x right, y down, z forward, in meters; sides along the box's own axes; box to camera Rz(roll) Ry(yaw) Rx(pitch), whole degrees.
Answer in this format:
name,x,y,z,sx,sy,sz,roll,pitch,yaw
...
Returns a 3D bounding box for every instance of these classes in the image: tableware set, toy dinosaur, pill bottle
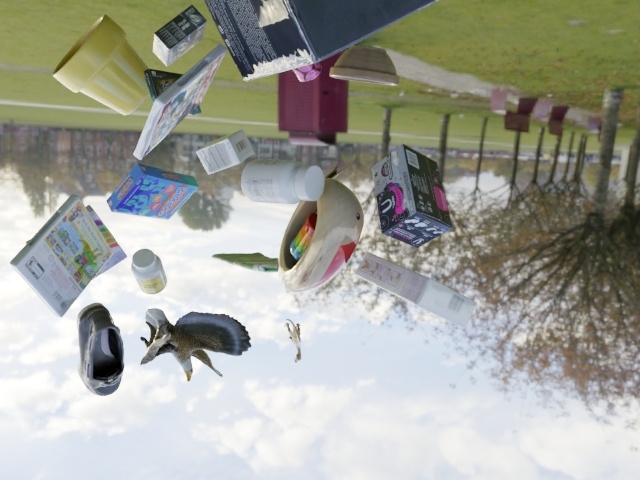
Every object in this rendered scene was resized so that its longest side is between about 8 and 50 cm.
name,x,y,z,sx,sy,sz,roll,pitch,yaw
tableware set,-0.002,-0.199,1.900,0.194,0.039,0.128,-34,-174,42
toy dinosaur,-0.077,0.289,1.724,0.053,0.183,0.092,-15,-150,-10
pill bottle,-0.109,-0.172,1.640,0.229,0.131,0.131,6,-170,35
pill bottle,-0.586,0.104,1.897,0.103,0.103,0.184,3,149,-3

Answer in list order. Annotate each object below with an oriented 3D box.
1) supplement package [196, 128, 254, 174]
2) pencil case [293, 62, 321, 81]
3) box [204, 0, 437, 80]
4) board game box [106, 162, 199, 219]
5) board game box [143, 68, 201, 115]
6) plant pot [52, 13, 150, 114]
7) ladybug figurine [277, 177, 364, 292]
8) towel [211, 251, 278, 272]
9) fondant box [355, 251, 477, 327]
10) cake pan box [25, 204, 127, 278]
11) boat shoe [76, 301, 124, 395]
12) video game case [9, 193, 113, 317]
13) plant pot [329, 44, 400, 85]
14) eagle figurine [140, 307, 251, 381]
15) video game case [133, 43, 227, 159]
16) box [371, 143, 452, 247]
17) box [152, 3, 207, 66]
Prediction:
name,x,y,z,sx,sy,sz,roll,pitch,yaw
supplement package,-0.362,-0.335,2.113,0.179,0.105,0.105,-12,-156,37
pencil case,-0.082,-0.596,1.724,0.095,0.098,0.209,-1,141,39
box,0.030,-0.607,1.259,0.480,0.297,0.472,-32,-160,-15
board game box,-0.478,-0.135,1.599,0.210,0.160,0.047,7,-135,-57
board game box,-0.442,-0.444,1.677,0.026,0.126,0.186,-15,-178,28
plant pot,-0.668,-0.537,1.769,0.239,0.254,0.254,42,165,-34
ladybug figurine,0.000,0.000,1.761,0.162,0.449,0.305,13,-131,-23
towel,-0.241,0.084,2.214,0.248,0.038,0.325,0,-172,-43
fondant box,0.302,0.155,1.806,0.238,0.096,0.330,27,178,-33
cake pan box,-0.881,0.037,2.017,0.267,0.246,0.070,-34,-141,-17
boat shoe,-0.574,0.315,1.467,0.112,0.335,0.095,-24,-134,-36
video game case,-0.585,0.039,1.282,0.026,0.227,0.206,18,-123,16
plant pot,0.153,-0.585,1.853,0.237,0.110,0.237,7,-165,-2
eagle figurine,-0.402,0.328,1.731,0.298,0.225,0.226,4,-177,-45
video game case,-0.335,-0.336,1.338,0.025,0.204,0.285,37,-132,-8
box,0.262,-0.128,1.638,0.163,0.247,0.142,20,140,-35
box,-0.500,-0.724,1.973,0.180,0.077,0.147,-46,-172,-18
